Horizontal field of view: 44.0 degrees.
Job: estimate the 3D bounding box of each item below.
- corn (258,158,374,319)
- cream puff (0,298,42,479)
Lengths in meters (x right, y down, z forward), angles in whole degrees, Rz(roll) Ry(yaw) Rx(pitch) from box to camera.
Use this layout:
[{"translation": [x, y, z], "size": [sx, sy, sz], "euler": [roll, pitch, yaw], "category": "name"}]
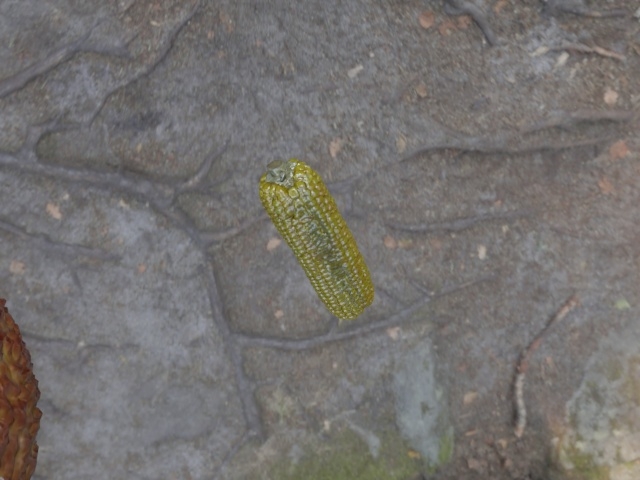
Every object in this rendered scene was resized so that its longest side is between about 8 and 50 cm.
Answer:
[{"translation": [0.000, 0.000, 0.832], "size": [0.068, 0.068, 0.207], "euler": [-25, 121, 11], "category": "corn"}, {"translation": [-0.306, 0.158, 0.478], "size": [0.228, 0.350, 0.350], "euler": [31, 117, 0], "category": "cream puff"}]
